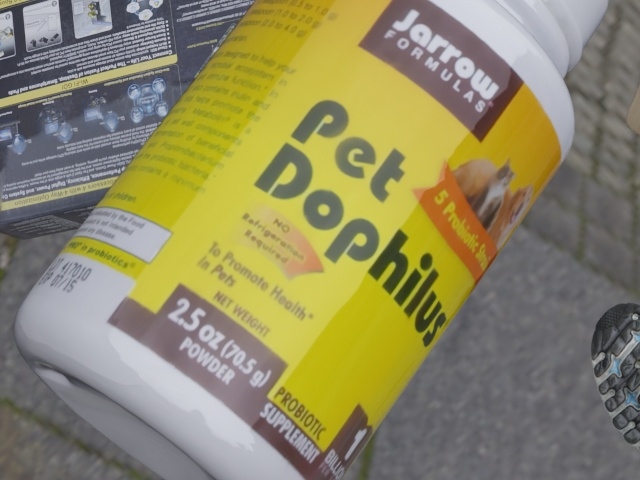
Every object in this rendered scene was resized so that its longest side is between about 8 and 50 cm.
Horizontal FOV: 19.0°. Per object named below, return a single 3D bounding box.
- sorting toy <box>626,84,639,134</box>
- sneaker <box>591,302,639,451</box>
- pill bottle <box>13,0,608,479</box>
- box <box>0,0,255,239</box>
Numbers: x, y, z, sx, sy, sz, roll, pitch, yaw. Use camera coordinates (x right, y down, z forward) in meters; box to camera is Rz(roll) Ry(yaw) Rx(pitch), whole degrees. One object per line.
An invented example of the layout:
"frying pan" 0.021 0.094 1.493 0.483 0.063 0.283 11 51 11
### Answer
"sorting toy" 0.371 -0.137 1.247 0.255 0.257 0.089 30 13 33
"sneaker" 0.205 0.101 1.043 0.162 0.063 0.073 49 9 -4
"pill bottle" 0.005 -0.018 0.636 0.117 0.117 0.215 38 75 -8
"box" -0.153 -0.193 1.826 0.097 0.395 0.318 22 58 -65
